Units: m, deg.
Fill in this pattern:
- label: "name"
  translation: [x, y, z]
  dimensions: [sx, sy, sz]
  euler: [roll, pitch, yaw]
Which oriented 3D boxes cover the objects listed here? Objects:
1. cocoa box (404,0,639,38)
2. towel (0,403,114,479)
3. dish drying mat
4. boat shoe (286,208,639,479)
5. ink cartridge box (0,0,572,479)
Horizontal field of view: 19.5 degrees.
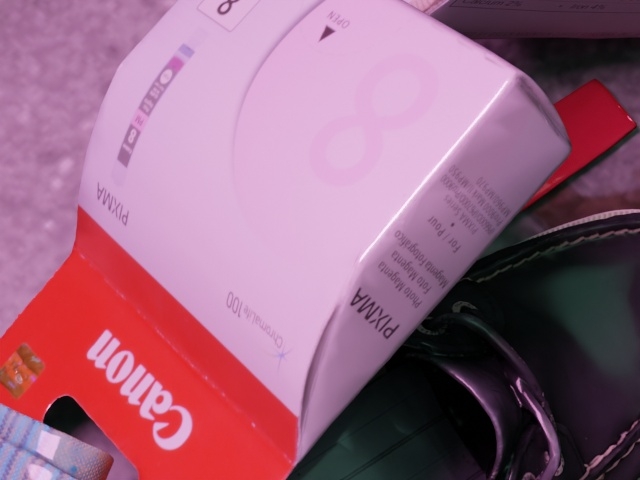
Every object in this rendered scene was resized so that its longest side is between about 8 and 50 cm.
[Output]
- label: "cocoa box"
  translation: [0.132, -0.284, 0.765]
  dimensions: [0.231, 0.228, 0.347]
  euler: [-6, 73, -33]
- label: "towel"
  translation: [-0.270, 0.184, 0.676]
  dimensions: [0.271, 0.040, 0.370]
  euler: [23, 72, 23]
- label: "dish drying mat"
  translation: [0.102, -0.040, 0.838]
  dimensions: [0.083, 0.008, 0.032]
  euler: [-35, 79, -13]
- label: "boat shoe"
  translation: [0.039, 0.085, 0.739]
  dimensions: [0.340, 0.113, 0.127]
  euler: [-28, 78, -13]
- label: "ink cartridge box"
  translation: [-0.042, 0.001, 0.708]
  dimensions: [0.232, 0.066, 0.189]
  euler: [-46, 42, -5]
